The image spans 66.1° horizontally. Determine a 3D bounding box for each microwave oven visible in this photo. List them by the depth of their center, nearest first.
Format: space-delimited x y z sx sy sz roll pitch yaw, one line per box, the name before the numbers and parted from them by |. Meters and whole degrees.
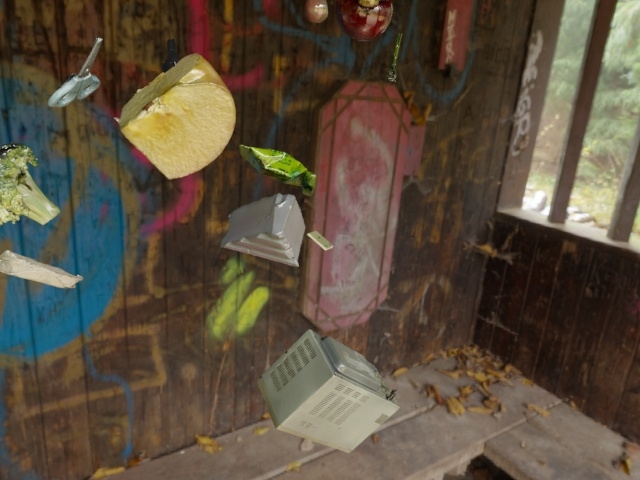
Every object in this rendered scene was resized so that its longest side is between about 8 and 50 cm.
microwave oven | 0.023 0.314 1.035 0.240 0.194 0.145 37 9 -39

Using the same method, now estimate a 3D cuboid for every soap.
soap | -0.207 -0.056 1.555 0.302 0.158 0.258 12 -20 13

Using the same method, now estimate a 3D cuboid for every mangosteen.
mangosteen | 0.163 -0.843 1.760 0.215 0.215 0.257 1 -7 -11

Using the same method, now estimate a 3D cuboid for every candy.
candy | -0.124 -0.217 1.434 0.246 0.069 0.149 22 -14 -1

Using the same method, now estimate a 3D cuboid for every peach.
peach | -0.014 -0.732 1.558 0.083 0.083 0.083 4 18 -1

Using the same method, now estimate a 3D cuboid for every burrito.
burrito | -0.963 0.110 1.701 0.275 0.082 0.059 31 23 -45

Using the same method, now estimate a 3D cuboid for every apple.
apple | -0.404 -0.369 1.412 0.309 0.314 0.252 -34 -7 4

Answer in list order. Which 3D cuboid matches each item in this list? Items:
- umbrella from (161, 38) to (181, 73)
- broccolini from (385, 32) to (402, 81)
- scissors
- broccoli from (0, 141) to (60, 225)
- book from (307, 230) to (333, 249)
umbrella | -0.508 -0.570 1.706 0.118 0.118 0.340 -3 63 -21
broccolini | 0.297 -0.719 1.936 0.042 0.218 0.044 17 -19 -6
scissors | -0.733 -0.523 1.524 0.360 0.029 0.191 -29 12 48
broccoli | -0.841 -0.142 1.365 0.263 0.243 0.247 -2 52 43
book | 0.000 0.001 2.186 0.111 0.014 0.077 41 24 14
